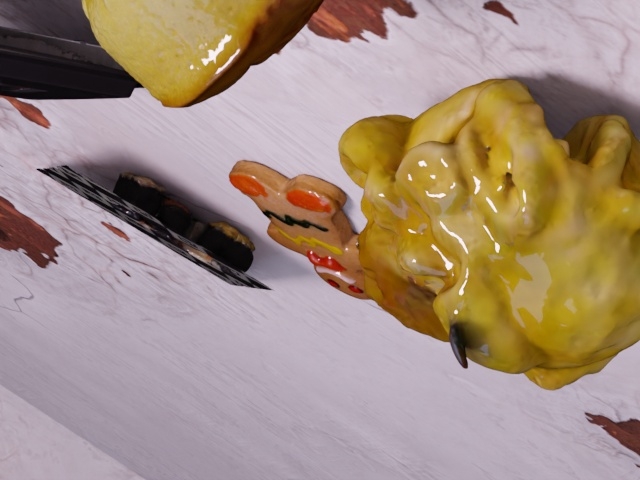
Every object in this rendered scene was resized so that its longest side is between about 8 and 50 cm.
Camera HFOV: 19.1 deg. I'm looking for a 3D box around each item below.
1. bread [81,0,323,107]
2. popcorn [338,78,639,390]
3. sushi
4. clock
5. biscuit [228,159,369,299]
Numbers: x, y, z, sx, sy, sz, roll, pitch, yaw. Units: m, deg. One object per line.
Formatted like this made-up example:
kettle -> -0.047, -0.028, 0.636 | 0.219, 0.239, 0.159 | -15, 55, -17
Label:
bread -> -0.060, -0.217, 1.435 | 0.148, 0.270, 0.270 | 42, 156, -13
popcorn -> 0.169, 0.006, 1.676 | 0.316, 0.281, 0.297 | -8, 123, 38
sushi -> -0.191, -0.036, 2.288 | 0.290, 0.050, 0.264 | 31, 173, -13
clock -> -0.321, -0.179, 1.951 | 0.273, 0.049, 0.279 | 7, 178, -42
biscuit -> 0.000, 0.001, 2.155 | 0.165, 0.036, 0.250 | 15, 155, 33
